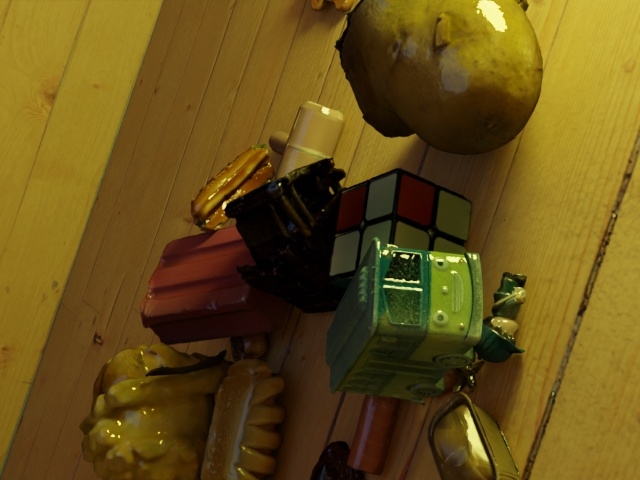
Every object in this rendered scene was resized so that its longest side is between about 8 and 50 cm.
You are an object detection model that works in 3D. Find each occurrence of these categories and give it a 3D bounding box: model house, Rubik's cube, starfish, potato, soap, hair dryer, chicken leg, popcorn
[{"bbox_3d":[0.000,0.000,1.795,0.317,0.297,0.283,-20,95,57],"label":"model house"},{"bbox_3d":[0.133,0.000,1.592,0.183,0.167,0.180,-14,61,54],"label":"Rubik's cube"},{"bbox_3d":[0.228,0.198,1.458,0.078,0.028,0.091,11,80,58],"label":"starfish"},{"bbox_3d":[0.187,-0.243,1.521,0.397,0.290,0.296,-37,44,41],"label":"potato"},{"bbox_3d":[-0.223,0.094,2.044,0.359,0.128,0.233,-12,46,39],"label":"soap"},{"bbox_3d":[-0.063,-0.230,2.137,0.344,0.106,0.189,33,105,66],"label":"hair dryer"},{"bbox_3d":[-0.003,0.511,1.628,0.177,0.083,0.323,-32,45,60],"label":"chicken leg"},{"bbox_3d":[-0.331,0.365,1.998,0.382,0.349,0.349,-50,35,23],"label":"popcorn"}]

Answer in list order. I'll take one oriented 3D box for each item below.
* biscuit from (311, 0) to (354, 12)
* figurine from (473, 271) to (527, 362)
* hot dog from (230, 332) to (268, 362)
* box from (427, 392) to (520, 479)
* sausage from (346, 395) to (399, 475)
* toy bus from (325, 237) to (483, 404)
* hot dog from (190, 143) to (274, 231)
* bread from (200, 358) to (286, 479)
[{"bbox_3d":[0.031,-0.631,2.262,0.250,0.036,0.165,27,96,57],"label":"biscuit"},{"bbox_3d":[0.267,0.115,1.394,0.077,0.079,0.136,61,-147,-73],"label":"figurine"},{"bbox_3d":[-0.167,0.180,2.084,0.102,0.076,0.249,-41,40,36],"label":"hot dog"},{"bbox_3d":[0.213,0.310,1.341,0.111,0.111,0.177,-53,34,29],"label":"box"},{"bbox_3d":[0.096,0.309,1.586,0.065,0.065,0.169,1,73,59],"label":"sausage"},{"bbox_3d":[0.123,0.132,1.428,0.312,0.190,0.152,113,164,-62],"label":"toy bus"},{"bbox_3d":[-0.197,-0.118,2.121,0.072,0.115,0.269,9,41,39],"label":"hot dog"},{"bbox_3d":[-0.146,0.395,1.877,0.173,0.121,0.311,-3,71,55],"label":"bread"}]
